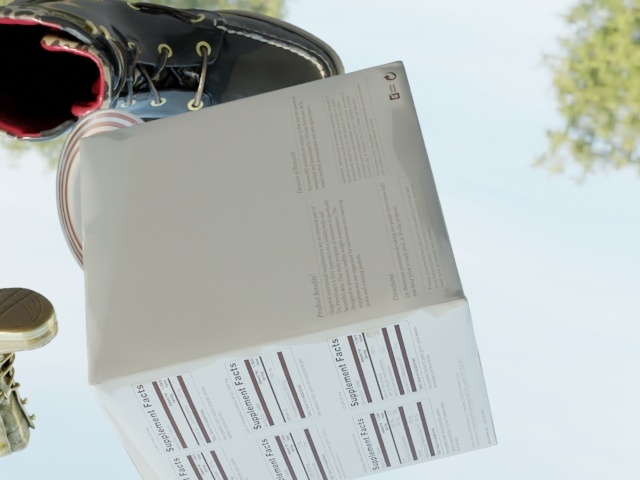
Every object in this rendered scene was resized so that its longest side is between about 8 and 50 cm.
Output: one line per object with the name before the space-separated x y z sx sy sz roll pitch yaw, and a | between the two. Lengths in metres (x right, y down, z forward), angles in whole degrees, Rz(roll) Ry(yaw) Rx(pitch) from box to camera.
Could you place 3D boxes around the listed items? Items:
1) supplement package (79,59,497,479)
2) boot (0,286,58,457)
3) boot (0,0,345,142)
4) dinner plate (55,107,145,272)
supplement package | -0.021 0.030 0.868 0.203 0.149 0.194 -13 -132 4
boot | -0.390 0.167 1.796 0.262 0.203 0.095 -5 -155 36
boot | -0.181 -0.164 1.437 0.378 0.138 0.284 15 -165 7
dinner plate | -0.150 -0.027 1.086 0.017 0.141 0.141 -6 -167 33
